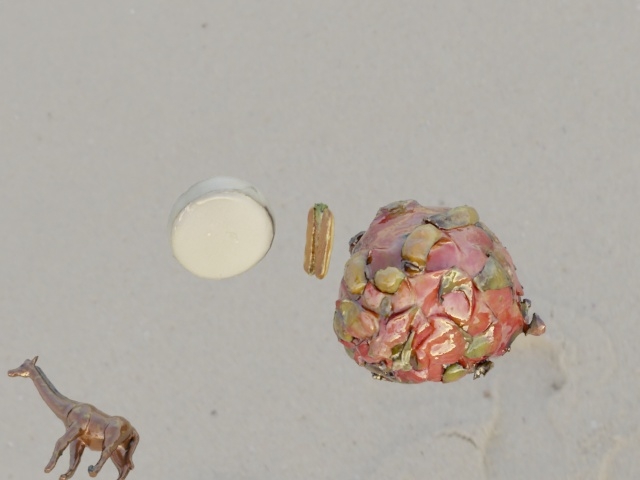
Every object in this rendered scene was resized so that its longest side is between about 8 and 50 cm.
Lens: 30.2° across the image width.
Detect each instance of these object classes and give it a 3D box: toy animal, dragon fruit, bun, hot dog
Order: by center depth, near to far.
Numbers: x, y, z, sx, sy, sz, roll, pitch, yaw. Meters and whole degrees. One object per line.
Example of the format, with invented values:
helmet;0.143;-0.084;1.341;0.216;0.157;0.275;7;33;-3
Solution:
hot dog;0.000;0.000;1.262;0.021;0.083;0.037;-4;18;-45
bun;-0.129;-0.026;1.502;0.138;0.138;0.094;-26;32;1
dragon fruit;0.147;0.080;1.815;0.314;0.263;0.296;-15;85;28
toy animal;-0.387;0.276;1.821;0.224;0.066;0.230;8;39;-4
